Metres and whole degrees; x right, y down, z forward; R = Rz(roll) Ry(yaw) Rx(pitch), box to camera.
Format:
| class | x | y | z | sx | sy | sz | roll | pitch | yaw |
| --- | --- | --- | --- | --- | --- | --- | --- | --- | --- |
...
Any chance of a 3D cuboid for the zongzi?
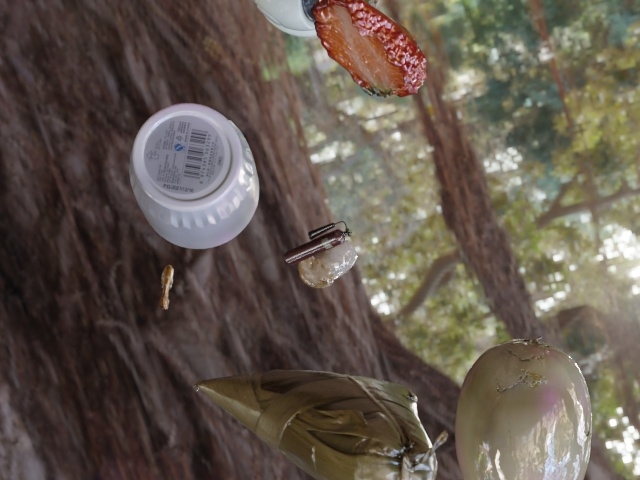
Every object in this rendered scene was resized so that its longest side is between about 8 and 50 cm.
| class | x | y | z | sx | sy | sz | roll | pitch | yaw |
| --- | --- | --- | --- | --- | --- | --- | --- | --- | --- |
| zongzi | -0.025 | 0.381 | 1.974 | 0.466 | 0.218 | 0.500 | 6 | -175 | -3 |

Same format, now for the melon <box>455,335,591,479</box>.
| class | x | y | z | sx | sy | sz | roll | pitch | yaw |
| --- | --- | --- | --- | --- | --- | --- | --- | --- | --- |
| melon | 0.334 | 0.314 | 1.742 | 0.223 | 0.317 | 0.223 | 5 | -173 | -1 |

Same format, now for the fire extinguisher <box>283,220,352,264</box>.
| class | x | y | z | sx | sy | sz | roll | pitch | yaw |
| --- | --- | --- | --- | --- | --- | --- | --- | --- | --- |
| fire extinguisher | 0.000 | 0.000 | 1.975 | 0.173 | 0.035 | 0.049 | -23 | -141 | 38 |

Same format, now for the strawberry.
| class | x | y | z | sx | sy | sz | roll | pitch | yaw |
| --- | --- | --- | --- | --- | --- | --- | --- | --- | --- |
| strawberry | 0.047 | -0.184 | 0.982 | 0.103 | 0.152 | 0.048 | 21 | -109 | 33 |

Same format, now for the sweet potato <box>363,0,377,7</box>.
| class | x | y | z | sx | sy | sz | roll | pitch | yaw |
| --- | --- | --- | --- | --- | --- | --- | --- | --- | --- |
| sweet potato | 0.073 | -0.518 | 2.023 | 0.053 | 0.182 | 0.054 | -26 | -168 | -26 |

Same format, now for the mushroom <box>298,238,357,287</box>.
| class | x | y | z | sx | sy | sz | roll | pitch | yaw |
| --- | --- | --- | --- | --- | --- | --- | --- | --- | --- |
| mushroom | 0.020 | 0.047 | 2.470 | 0.088 | 0.097 | 0.212 | -12 | -170 | 32 |

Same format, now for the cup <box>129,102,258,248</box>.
| class | x | y | z | sx | sy | sz | roll | pitch | yaw |
| --- | --- | --- | --- | --- | --- | --- | --- | --- | --- |
| cup | -0.250 | -0.130 | 2.077 | 0.253 | 0.253 | 0.371 | -18 | 173 | -5 |

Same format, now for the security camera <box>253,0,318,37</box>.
| class | x | y | z | sx | sy | sz | roll | pitch | yaw |
| --- | --- | --- | --- | --- | --- | --- | --- | --- | --- |
| security camera | -0.029 | -0.434 | 1.696 | 0.194 | 0.195 | 0.236 | -16 | 178 | 6 |

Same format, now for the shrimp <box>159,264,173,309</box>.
| class | x | y | z | sx | sy | sz | roll | pitch | yaw |
| --- | --- | --- | --- | --- | --- | --- | --- | --- | --- |
| shrimp | -0.319 | 0.101 | 2.178 | 0.025 | 0.091 | 0.127 | 6 | 166 | -6 |
